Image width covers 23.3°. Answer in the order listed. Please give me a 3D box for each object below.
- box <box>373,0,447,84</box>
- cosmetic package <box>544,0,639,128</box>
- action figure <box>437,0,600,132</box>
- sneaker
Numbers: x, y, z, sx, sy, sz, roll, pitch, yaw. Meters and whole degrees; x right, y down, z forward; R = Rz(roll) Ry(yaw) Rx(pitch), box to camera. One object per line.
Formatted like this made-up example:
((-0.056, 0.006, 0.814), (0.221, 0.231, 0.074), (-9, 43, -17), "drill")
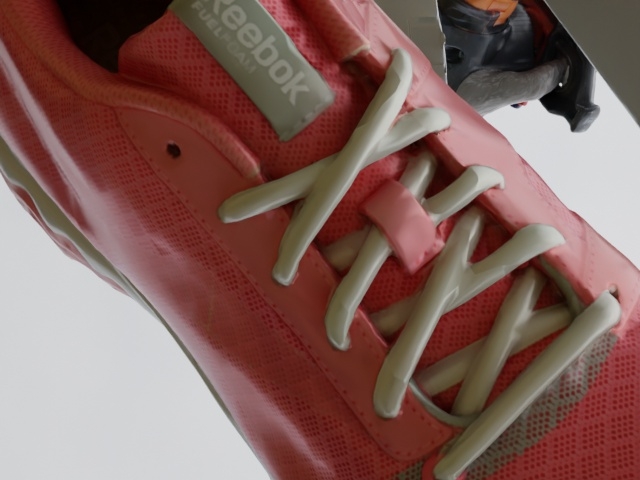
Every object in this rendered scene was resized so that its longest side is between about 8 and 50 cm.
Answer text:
((-0.024, -0.110, 1.171), (0.127, 0.231, 0.262), (97, -8, -50), "box")
((0.345, -0.086, 0.935), (0.161, 0.230, 0.453), (105, -34, -47), "cosmetic package")
((0.119, -0.249, 1.456), (0.341, 0.178, 0.330), (-126, -152, -46), "action figure")
((-0.001, 0.000, 0.389), (0.116, 0.136, 0.314), (-43, -118, -14), "sneaker")
